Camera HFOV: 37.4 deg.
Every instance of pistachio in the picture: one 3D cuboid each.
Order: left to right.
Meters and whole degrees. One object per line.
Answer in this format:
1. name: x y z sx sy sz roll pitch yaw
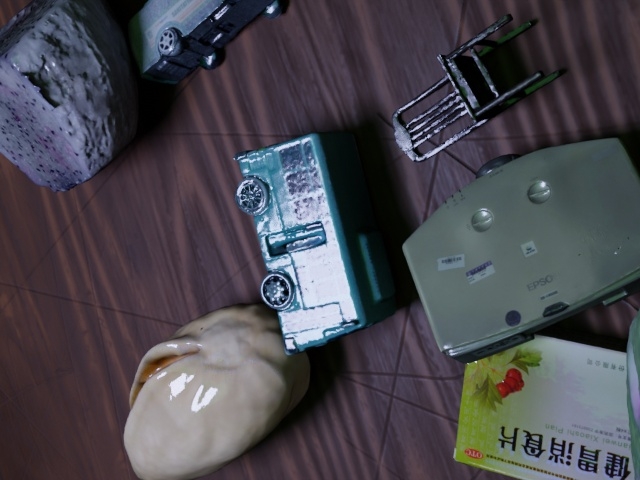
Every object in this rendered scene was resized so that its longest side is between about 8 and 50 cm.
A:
1. pistachio: -0.147 0.210 1.251 0.318 0.214 0.193 -48 32 35

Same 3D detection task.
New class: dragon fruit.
1. dragon fruit: -0.339 -0.210 1.274 0.283 0.204 0.221 -5 129 53

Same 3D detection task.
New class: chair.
1. chair: 0.154 -0.161 1.071 0.212 0.101 0.084 -31 83 27

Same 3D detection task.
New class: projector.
1. projector: 0.232 0.003 1.039 0.269 0.088 0.194 -27 64 19

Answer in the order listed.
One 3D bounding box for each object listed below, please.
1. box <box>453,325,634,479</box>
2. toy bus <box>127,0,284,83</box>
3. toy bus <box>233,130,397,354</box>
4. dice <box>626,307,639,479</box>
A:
1. box: 0.291 0.195 1.080 0.260 0.062 0.175 10 102 26
2. toy bus: -0.137 -0.305 1.212 0.261 0.091 0.109 -33 72 27
3. toy bus: 0.000 0.000 1.165 0.147 0.128 0.256 -15 89 28
4. dice: 0.448 0.199 0.817 0.322 0.330 0.318 -5 102 12
